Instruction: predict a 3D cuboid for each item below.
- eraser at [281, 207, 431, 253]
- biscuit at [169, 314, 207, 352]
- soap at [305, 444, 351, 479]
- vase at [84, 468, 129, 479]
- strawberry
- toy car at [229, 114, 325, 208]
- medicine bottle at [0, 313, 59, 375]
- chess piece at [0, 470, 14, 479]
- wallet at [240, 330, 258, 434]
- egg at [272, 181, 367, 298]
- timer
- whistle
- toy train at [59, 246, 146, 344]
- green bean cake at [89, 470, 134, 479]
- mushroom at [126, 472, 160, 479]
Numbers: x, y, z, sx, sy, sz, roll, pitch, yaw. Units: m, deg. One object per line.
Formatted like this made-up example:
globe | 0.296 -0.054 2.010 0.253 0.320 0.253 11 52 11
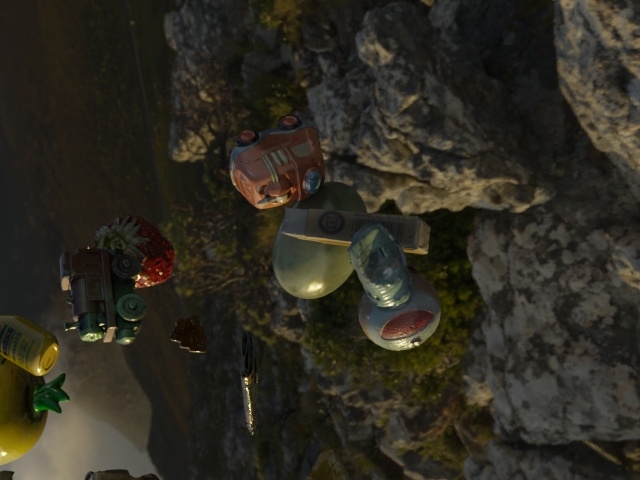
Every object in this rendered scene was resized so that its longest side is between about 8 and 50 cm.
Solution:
eraser | 0.088 -0.025 1.462 0.343 0.144 0.078 6 85 21
biscuit | -0.393 0.292 1.814 0.130 0.119 0.019 52 141 0
soap | -0.039 0.694 1.480 0.304 0.169 0.339 -19 97 33
vase | -0.540 0.606 1.510 0.053 0.100 0.053 -20 61 43
strawberry | -0.717 0.069 2.290 0.292 0.292 0.343 57 171 25
toy car | -0.100 -0.192 1.606 0.212 0.270 0.181 54 159 37
medicine bottle | -0.650 0.184 1.226 0.260 0.064 0.095 24 105 17
chess piece | -0.553 0.365 0.847 0.090 0.200 0.090 -165 90 -69
wallet | -0.213 0.437 1.826 0.169 0.044 0.317 -94 3 -48
egg | 0.000 0.000 1.710 0.258 0.258 0.352 37 102 44
timer | -0.689 0.361 1.328 0.285 0.285 0.285 32 130 47
whistle | 0.150 0.110 1.252 0.189 0.189 0.348 34 157 46
toy train | -0.630 0.162 1.735 0.150 0.221 0.305 -53 47 49
green bean cake | -0.410 0.521 1.124 0.179 0.085 0.109 -56 30 39
mushroom | -0.289 0.443 0.782 0.302 0.232 0.208 128 124 -65
